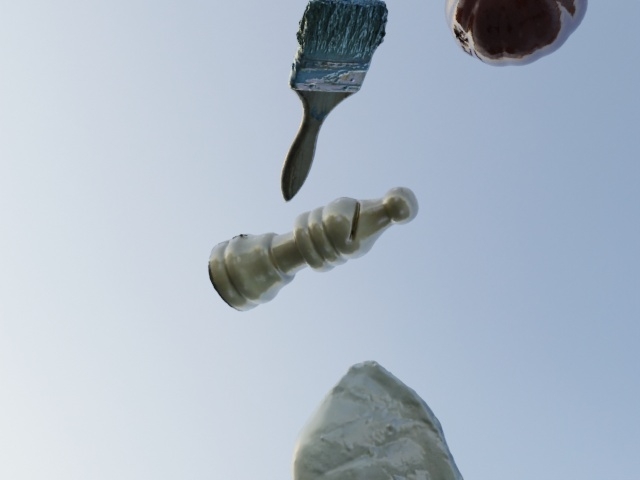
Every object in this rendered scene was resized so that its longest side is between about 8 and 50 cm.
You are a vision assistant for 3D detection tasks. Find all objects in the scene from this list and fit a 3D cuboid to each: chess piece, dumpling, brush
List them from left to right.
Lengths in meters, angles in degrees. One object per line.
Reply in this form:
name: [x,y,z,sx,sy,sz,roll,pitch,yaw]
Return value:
brush: [-0.004,-0.103,0.557,0.021,0.070,0.196,64,-34,36]
chess piece: [0.000,0.000,1.015,0.307,0.124,0.139,-23,-38,18]
dumpling: [0.049,0.205,0.598,0.150,0.177,0.092,11,-37,13]

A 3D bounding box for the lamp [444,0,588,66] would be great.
lamp: [0.139,-0.172,0.498,0.101,0.101,0.090,8,-19,29]
